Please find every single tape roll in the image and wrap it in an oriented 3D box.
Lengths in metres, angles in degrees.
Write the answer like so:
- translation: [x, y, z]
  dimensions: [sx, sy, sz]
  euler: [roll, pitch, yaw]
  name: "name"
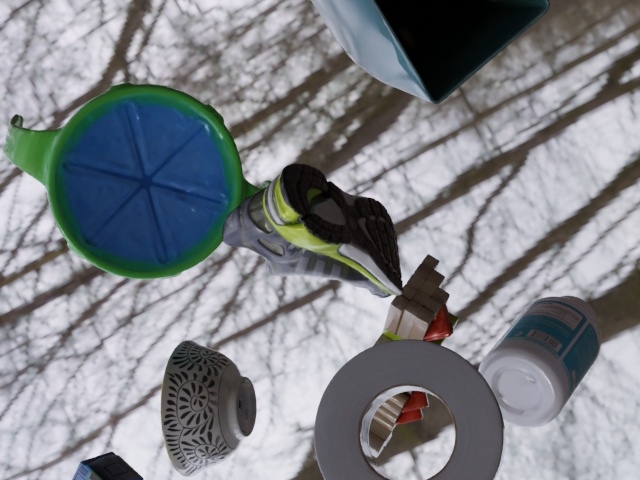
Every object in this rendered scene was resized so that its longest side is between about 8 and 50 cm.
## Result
- translation: [0.105, 0.228, 1.447]
  dimensions: [0.072, 0.219, 0.219]
  euler: [44, -156, -75]
  name: "tape roll"

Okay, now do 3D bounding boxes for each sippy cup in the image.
- translation: [-0.225, -0.086, 1.561]
  dimensions: [0.305, 0.240, 0.224]
  euler: [51, 177, -15]
  name: "sippy cup"

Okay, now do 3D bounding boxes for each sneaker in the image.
- translation: [0.000, 0.000, 1.457]
  dimensions: [0.300, 0.121, 0.111]
  euler: [33, -134, -50]
  name: "sneaker"

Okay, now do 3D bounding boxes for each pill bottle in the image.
- translation: [0.370, 0.185, 2.033]
  dimensions: [0.264, 0.146, 0.146]
  euler: [-37, -80, -52]
  name: "pill bottle"

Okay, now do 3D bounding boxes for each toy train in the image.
- translation: [-0.245, 0.354, 1.558]
  dimensions: [0.184, 0.105, 0.080]
  euler: [37, -155, 26]
  name: "toy train"

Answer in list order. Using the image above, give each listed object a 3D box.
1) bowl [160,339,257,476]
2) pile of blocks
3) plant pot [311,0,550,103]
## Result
- translation: [-0.128, 0.207, 1.537]
  dimensions: [0.170, 0.080, 0.170]
  euler: [-3, -90, -72]
  name: "bowl"
- translation: [0.135, 0.192, 1.875]
  dimensions: [0.112, 0.362, 0.149]
  euler: [33, -143, 13]
  name: "pile of blocks"
- translation: [0.083, -0.269, 1.303]
  dimensions: [0.166, 0.165, 0.234]
  euler: [55, 167, -26]
  name: "plant pot"
